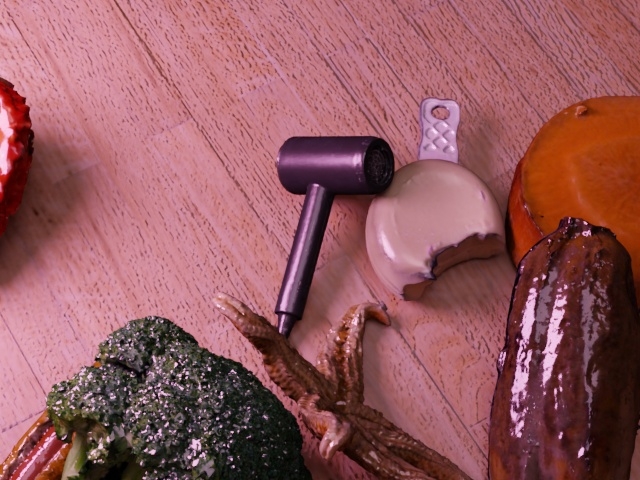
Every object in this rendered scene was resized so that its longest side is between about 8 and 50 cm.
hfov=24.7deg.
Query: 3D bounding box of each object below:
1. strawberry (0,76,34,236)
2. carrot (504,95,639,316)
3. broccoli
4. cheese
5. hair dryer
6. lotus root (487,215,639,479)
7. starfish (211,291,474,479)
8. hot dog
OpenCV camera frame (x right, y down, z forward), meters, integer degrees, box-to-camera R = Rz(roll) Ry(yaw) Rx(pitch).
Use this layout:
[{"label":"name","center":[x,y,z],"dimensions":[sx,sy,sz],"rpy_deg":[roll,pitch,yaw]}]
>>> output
[{"label":"strawberry","center":[-0.389,-0.069,1.650],"dimensions":[0.190,0.111,0.236],"rpy_deg":[-2,82,26]},{"label":"carrot","center":[0.365,-0.041,1.691],"dimensions":[0.307,0.100,0.258],"rpy_deg":[-12,68,-12]},{"label":"broccoli","center":[-0.136,0.222,1.452],"dimensions":[0.245,0.265,0.294],"rpy_deg":[-27,104,13]},{"label":"cheese","center":[0.117,-0.054,1.694],"dimensions":[0.163,0.071,0.249],"rpy_deg":[-12,63,-11]},{"label":"hair dryer","center":[0.000,0.000,1.645],"dimensions":[0.128,0.070,0.255],"rpy_deg":[0,69,38]},{"label":"lotus root","center":[0.268,0.135,1.542],"dimensions":[0.167,0.078,0.329],"rpy_deg":[5,81,3]},{"label":"starfish","center":[0.034,0.167,1.517],"dimensions":[0.375,0.094,0.327],"rpy_deg":[35,22,-25]},{"label":"hot dog","center":[-0.273,0.230,1.504],"dimensions":[0.068,0.083,0.289],"rpy_deg":[21,61,32]}]
